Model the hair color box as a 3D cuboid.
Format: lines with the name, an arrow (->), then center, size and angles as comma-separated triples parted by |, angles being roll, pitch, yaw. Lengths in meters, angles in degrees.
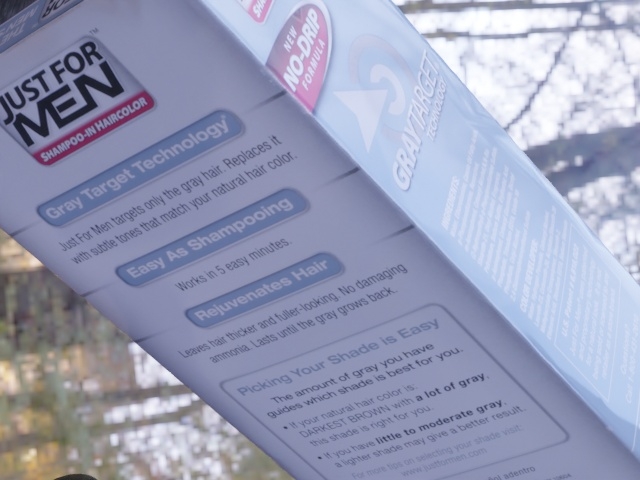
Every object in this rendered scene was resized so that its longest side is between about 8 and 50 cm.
hair color box -> 0.000, 0.000, 0.706 | 0.185, 0.374, 0.113 | -23, -145, 36

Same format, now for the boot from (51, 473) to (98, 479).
boot -> -0.116, 0.306, 0.860 | 0.089, 0.236, 0.269 | -2, -46, 39
